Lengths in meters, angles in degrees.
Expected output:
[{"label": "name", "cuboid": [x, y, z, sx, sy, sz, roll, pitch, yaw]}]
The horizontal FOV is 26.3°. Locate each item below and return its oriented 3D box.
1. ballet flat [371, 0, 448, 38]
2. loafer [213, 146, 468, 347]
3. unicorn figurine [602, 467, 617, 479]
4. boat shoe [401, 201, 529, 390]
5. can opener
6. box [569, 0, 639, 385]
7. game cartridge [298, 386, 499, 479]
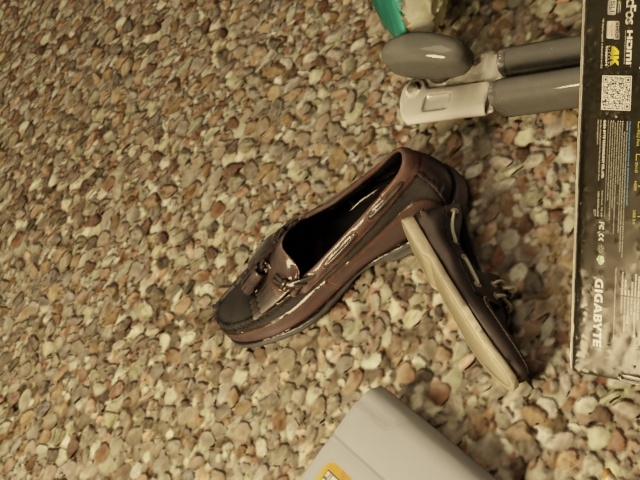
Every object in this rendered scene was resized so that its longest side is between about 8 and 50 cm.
[{"label": "ballet flat", "cuboid": [0.076, -0.367, 1.507, 0.147, 0.147, 0.409, -41, 44, 15]}, {"label": "loafer", "cuboid": [0.000, 0.000, 1.360, 0.303, 0.095, 0.109, -33, 47, 22]}, {"label": "unicorn figurine", "cuboid": [0.268, 0.208, 1.029, 0.162, 0.060, 0.111, -47, 41, 32]}, {"label": "boat shoe", "cuboid": [0.142, 0.042, 1.226, 0.065, 0.075, 0.206, -26, 52, -4]}, {"label": "can opener", "cuboid": [0.183, -0.160, 1.311, 0.280, 0.093, 0.074, -1, 63, 36]}, {"label": "box", "cuboid": [0.315, -0.040, 1.015, 0.257, 0.079, 0.321, 7, 100, 42]}, {"label": "game cartridge", "cuboid": [0.026, 0.293, 1.186, 0.297, 0.062, 0.198, -55, 38, 0]}]
